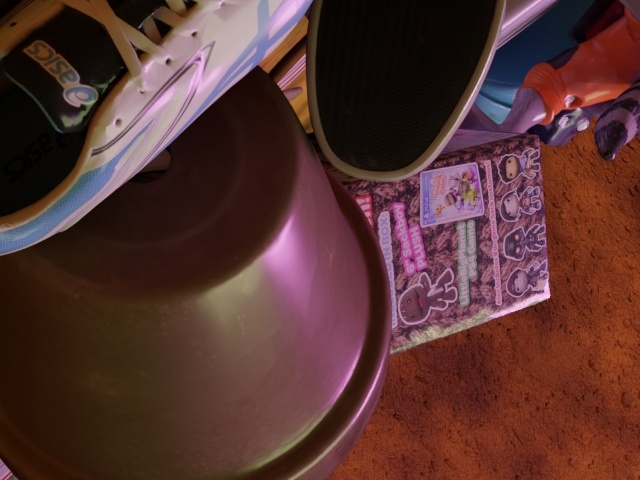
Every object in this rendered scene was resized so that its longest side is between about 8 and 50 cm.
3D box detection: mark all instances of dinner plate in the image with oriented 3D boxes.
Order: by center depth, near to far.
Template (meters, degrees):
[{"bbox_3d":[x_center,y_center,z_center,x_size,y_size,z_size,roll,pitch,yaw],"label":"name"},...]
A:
[{"bbox_3d":[-0.020,-0.216,1.371,0.141,0.017,0.141,-43,-179,1],"label":"dinner plate"}]

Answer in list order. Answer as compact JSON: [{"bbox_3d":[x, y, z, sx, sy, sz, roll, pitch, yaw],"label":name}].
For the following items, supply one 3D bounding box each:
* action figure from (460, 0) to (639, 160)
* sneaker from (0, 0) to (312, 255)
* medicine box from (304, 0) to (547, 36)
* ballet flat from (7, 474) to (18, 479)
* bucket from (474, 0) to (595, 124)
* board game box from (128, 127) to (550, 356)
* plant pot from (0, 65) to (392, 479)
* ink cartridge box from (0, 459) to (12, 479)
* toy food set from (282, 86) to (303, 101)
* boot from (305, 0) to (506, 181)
[{"bbox_3d":[0.271,-0.131,1.077,0.330,0.178,0.341,-12,146,-45],"label":"action figure"},{"bbox_3d":[-0.075,-0.081,0.466,0.237,0.085,0.086,-45,-174,1],"label":"sneaker"},{"bbox_3d":[0.143,-0.251,0.999,0.263,0.149,0.289,-38,-179,-10],"label":"medicine box"},{"bbox_3d":[-0.238,0.131,1.031,0.068,0.072,0.213,6,127,-31],"label":"ballet flat"},{"bbox_3d":[0.205,-0.262,1.285,0.281,0.281,0.183,-44,173,-3],"label":"bucket"},{"bbox_3d":[0.000,0.000,0.956,0.291,0.141,0.232,-16,-164,-31],"label":"board game box"},{"bbox_3d":[-0.083,0.012,0.631,0.263,0.263,0.229,-45,165,-20],"label":"plant pot"},{"bbox_3d":[-0.411,0.259,0.948,0.309,0.130,0.272,-46,-177,-35],"label":"ink cartridge box"},{"bbox_3d":[-0.116,-0.110,1.229,0.192,0.038,0.132,-38,177,22],"label":"toy food set"},{"bbox_3d":[0.057,-0.157,0.601,0.176,0.088,0.244,-59,161,-75],"label":"boot"}]
